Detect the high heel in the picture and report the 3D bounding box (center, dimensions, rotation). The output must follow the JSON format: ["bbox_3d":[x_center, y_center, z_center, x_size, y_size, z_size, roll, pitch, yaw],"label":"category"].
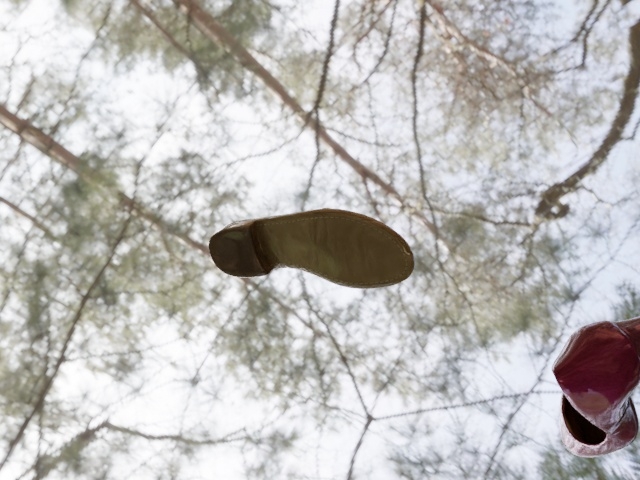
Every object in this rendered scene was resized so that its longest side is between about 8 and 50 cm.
[{"bbox_3d":[0.331,0.211,1.136,0.181,0.377,0.127,-19,-125,-16],"label":"high heel"}]

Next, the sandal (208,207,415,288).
[{"bbox_3d":[-0.001,-0.006,0.920,0.240,0.088,0.079,-1,-154,29],"label":"sandal"}]
